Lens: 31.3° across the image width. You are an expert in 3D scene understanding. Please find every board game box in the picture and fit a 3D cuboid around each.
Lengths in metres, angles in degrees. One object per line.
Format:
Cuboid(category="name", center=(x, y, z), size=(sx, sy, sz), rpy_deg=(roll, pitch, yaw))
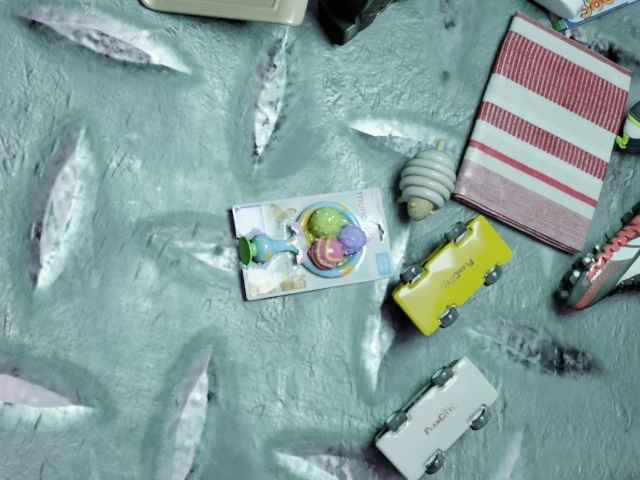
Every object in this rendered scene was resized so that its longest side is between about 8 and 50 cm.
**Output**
Cuboid(category="board game box", center=(0.446, -0.435, 1.876), size=(0.201, 0.035, 0.136), rpy_deg=(-25, 91, -22))

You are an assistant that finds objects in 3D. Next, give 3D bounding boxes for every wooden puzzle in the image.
Cuboid(category="wooden puzzle", center=(-0.118, -0.414, 1.620), size=(0.238, 0.044, 0.221), rpy_deg=(10, 77, 12))

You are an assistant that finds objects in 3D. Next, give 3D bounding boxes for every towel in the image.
Cuboid(category="towel", center=(0.353, -0.169, 1.803), size=(0.237, 0.037, 0.329), rpy_deg=(25, 74, -15))

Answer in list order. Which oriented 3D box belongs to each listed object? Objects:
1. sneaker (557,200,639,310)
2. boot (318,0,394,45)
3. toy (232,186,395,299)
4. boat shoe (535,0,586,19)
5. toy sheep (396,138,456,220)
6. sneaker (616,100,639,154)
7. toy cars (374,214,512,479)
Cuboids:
Cuboid(category="sneaker", center=(0.488, 0.037, 1.776), size=(0.276, 0.097, 0.135), rpy_deg=(-37, 82, -25))
Cuboid(category="boot", center=(0.112, -0.397, 1.636), size=(0.229, 0.263, 0.091), rpy_deg=(-34, 86, -15))
Cuboid(category="toy", center=(0.000, 0.000, 1.633), size=(0.237, 0.056, 0.137), rpy_deg=(-8, 87, -22))
Cuboid(category="boat shoe", center=(0.302, -0.469, 1.768), size=(0.301, 0.108, 0.102), rpy_deg=(34, 87, -6))
Cuboid(category="toy sheep", center=(0.159, -0.091, 1.689), size=(0.091, 0.091, 0.132), rpy_deg=(19, 76, -17))
Cuboid(category="sneaker", center=(0.573, -0.171, 1.875), size=(0.234, 0.084, 0.097), rpy_deg=(6, 123, -32))
Cuboid(category="toy cars", center=(0.172, 0.155, 1.664), size=(0.176, 0.087, 0.394), rpy_deg=(9, 82, -14))
